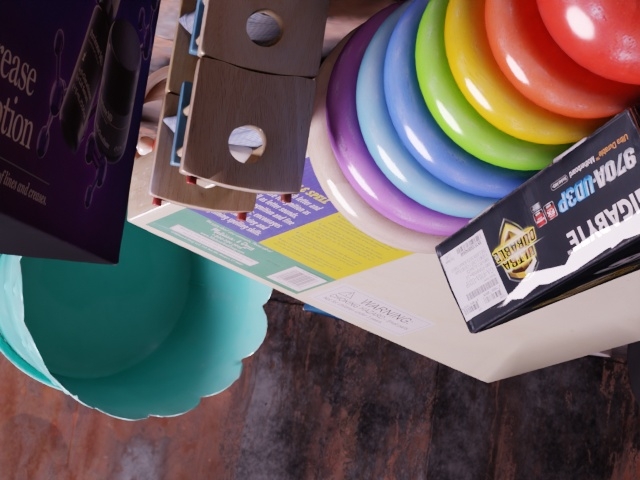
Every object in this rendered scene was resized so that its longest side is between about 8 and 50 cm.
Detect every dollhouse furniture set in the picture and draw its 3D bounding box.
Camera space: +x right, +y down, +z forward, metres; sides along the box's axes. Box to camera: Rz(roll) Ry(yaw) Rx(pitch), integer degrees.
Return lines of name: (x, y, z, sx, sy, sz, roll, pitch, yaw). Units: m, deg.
dollhouse furniture set: (-0.105, -0.093, 0.862, 0.183, 0.129, 0.129, 10, 173, -13)

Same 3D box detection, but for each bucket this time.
bucket: (-0.208, 0.040, 1.606, 0.281, 0.281, 0.183, 12, 177, -27)

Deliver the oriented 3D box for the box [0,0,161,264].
box: (-0.146, -0.099, 0.625, 0.103, 0.184, 0.261, 5, 173, 9)

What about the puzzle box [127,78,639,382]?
puzzle box: (0.102, -0.005, 1.119, 0.272, 0.052, 0.409, -20, 147, 39)

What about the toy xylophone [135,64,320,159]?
toy xylophone: (-0.013, -0.070, 1.164, 0.322, 0.081, 0.236, 9, 173, -5)

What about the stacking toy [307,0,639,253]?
stacking toy: (0.095, -0.083, 0.732, 0.141, 0.141, 0.330, 10, 169, -12)

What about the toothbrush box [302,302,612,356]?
toothbrush box: (0.164, 0.047, 1.762, 0.295, 0.126, 0.216, 5, 172, 32)

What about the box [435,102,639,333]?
box: (0.185, -0.033, 0.728, 0.220, 0.051, 0.175, -18, 169, -29)

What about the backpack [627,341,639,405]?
backpack: (0.604, 0.181, 1.991, 0.355, 0.273, 0.290, -3, 168, -8)
